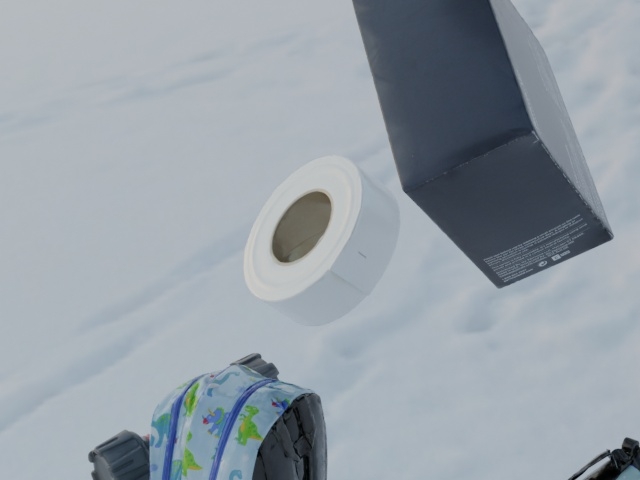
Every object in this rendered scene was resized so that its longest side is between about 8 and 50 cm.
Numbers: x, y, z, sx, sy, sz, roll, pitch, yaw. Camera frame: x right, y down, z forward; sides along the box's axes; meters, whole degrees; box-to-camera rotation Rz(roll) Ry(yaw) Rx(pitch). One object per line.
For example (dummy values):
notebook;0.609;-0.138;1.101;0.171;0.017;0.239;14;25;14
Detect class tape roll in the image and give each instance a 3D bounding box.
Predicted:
tape roll;0.000;0.000;2.307;0.286;0.100;0.286;-31;41;31

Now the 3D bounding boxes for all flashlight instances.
flashlight;-0.193;0.268;1.981;0.304;0.103;0.103;-24;-18;-33

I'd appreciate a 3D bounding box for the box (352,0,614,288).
box;0.211;-0.167;1.786;0.179;0.312;0.343;-24;55;17

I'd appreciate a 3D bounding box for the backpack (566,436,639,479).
backpack;0.254;0.293;1.282;0.115;0.152;0.182;40;54;17

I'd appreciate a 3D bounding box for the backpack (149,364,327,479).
backpack;-0.107;0.346;1.818;0.273;0.356;0.290;30;33;22
